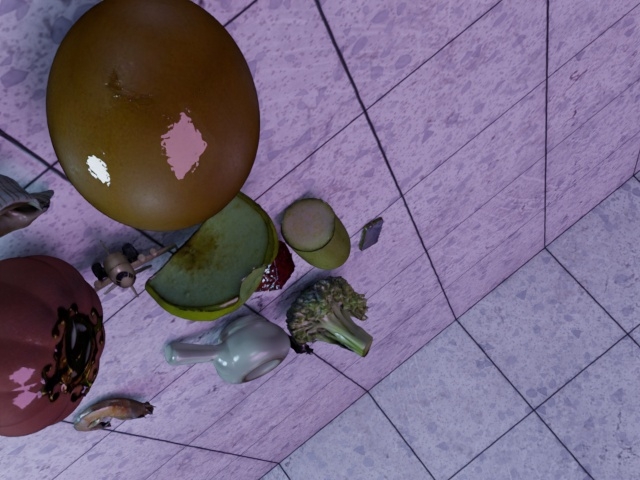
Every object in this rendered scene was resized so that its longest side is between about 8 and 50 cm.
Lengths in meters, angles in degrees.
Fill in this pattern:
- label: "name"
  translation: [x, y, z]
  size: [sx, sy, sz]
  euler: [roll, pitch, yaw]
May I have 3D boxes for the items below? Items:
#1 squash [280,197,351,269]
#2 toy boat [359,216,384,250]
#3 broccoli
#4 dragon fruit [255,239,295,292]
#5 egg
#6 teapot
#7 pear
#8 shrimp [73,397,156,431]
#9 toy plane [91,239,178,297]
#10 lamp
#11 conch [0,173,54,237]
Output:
- label: "squash"
  translation: [0.000, 0.000, 1.911]
  size: [0.132, 0.132, 0.247]
  euler: [-39, 157, -1]
- label: "toy boat"
  translation: [0.138, -0.017, 2.220]
  size: [0.063, 0.016, 0.115]
  euler: [-29, 155, -23]
- label: "broccoli"
  translation: [0.036, 0.232, 2.231]
  size: [0.247, 0.243, 0.263]
  euler: [-55, 160, 3]
- label: "dragon fruit"
  translation: [-0.133, 0.049, 1.885]
  size: [0.161, 0.120, 0.127]
  euler: [-46, 133, -65]
- label: "egg"
  translation: [-0.221, -0.167, 1.093]
  size: [0.282, 0.282, 0.351]
  euler: [-29, 154, -22]
- label: "teapot"
  translation: [-0.216, 0.274, 2.059]
  size: [0.220, 0.149, 0.318]
  euler: [-39, 158, 16]
- label: "pear"
  translation: [-0.202, 0.066, 1.634]
  size: [0.292, 0.159, 0.292]
  euler: [-50, 176, -4]
- label: "shrimp"
  translation: [-0.520, 0.442, 2.056]
  size: [0.143, 0.052, 0.251]
  euler: [-36, 151, 20]
- label: "toy plane"
  translation: [-0.371, 0.056, 1.502]
  size: [0.229, 0.092, 0.244]
  euler: [-32, 171, -11]
- label: "lamp"
  translation: [-0.503, 0.169, 1.348]
  size: [0.305, 0.239, 0.305]
  euler: [7, 90, -76]
- label: "conch"
  translation: [-0.506, -0.032, 1.109]
  size: [0.203, 0.169, 0.386]
  euler: [-27, -159, 32]
